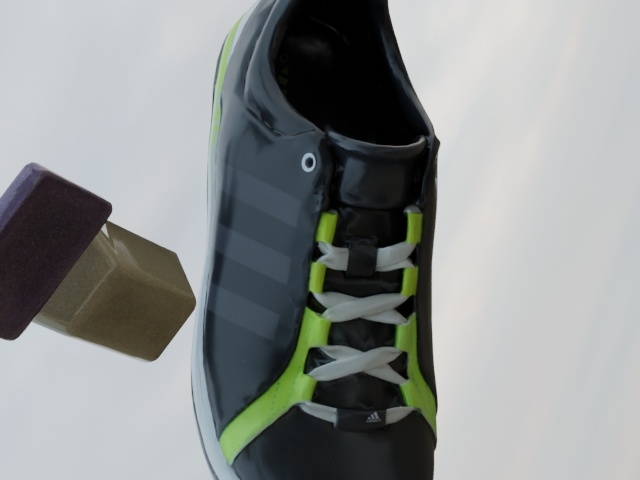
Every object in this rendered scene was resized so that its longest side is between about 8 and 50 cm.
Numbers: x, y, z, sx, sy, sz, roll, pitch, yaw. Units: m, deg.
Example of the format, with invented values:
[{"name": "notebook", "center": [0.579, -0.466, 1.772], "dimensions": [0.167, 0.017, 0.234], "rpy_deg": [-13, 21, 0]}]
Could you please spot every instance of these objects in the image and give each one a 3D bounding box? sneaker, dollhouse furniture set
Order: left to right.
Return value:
[{"name": "dollhouse furniture set", "center": [-0.097, 0.010, 0.481], "dimensions": [0.091, 0.081, 0.114], "rpy_deg": [-53, -24, 3]}, {"name": "sneaker", "center": [0.000, 0.000, 0.658], "dimensions": [0.097, 0.084, 0.234], "rpy_deg": [127, 138, -61]}]
